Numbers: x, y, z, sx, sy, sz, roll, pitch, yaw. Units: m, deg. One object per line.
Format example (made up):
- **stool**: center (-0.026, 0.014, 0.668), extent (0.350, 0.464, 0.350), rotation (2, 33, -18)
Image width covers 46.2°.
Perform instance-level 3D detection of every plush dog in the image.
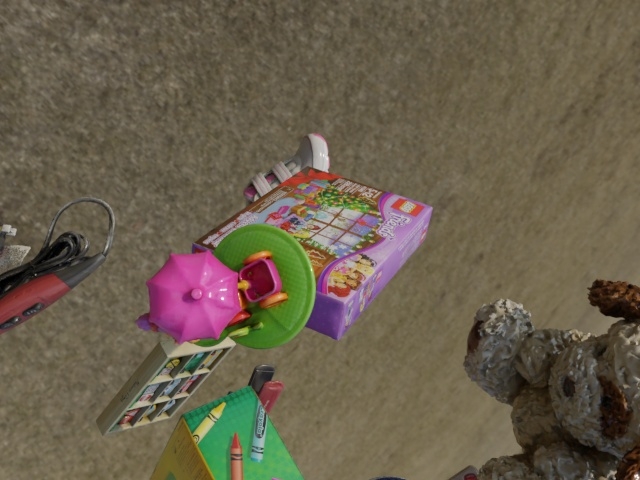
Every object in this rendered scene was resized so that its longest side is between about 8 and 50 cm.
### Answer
- **plush dog**: center (0.280, 0.168, 0.746), extent (0.211, 0.262, 0.225), rotation (12, 149, -16)

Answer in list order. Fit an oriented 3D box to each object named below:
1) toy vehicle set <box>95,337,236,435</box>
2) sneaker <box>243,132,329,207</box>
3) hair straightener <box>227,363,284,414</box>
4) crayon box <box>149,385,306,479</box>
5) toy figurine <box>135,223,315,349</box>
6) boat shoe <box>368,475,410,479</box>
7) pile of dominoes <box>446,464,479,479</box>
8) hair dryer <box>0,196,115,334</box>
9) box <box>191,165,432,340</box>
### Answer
- **toy vehicle set**: center (-0.295, 0.271, 1.426), extent (0.166, 0.035, 0.267), rotation (-3, 142, -50)
- **sneaker**: center (-0.075, -0.085, 1.348), extent (0.111, 0.103, 0.252), rotation (25, 98, -29)
- **hair straightener**: center (-0.128, 0.296, 1.267), extent (0.047, 0.089, 0.230), rotation (4, 122, -31)
- **crayon box**: center (-0.102, 0.290, 0.778), extent (0.081, 0.165, 0.278), rotation (-19, 154, -34)
- **toy figurine**: center (-0.114, 0.056, 0.713), extent (0.173, 0.130, 0.159), rotation (-26, 169, 23)
- **boat shoe**: center (0.063, 0.361, 0.982), extent (0.183, 0.066, 0.066), rotation (0, 111, -35)
- **pile of dominoes**: center (0.231, 0.412, 0.935), extent (0.196, 0.251, 0.040), rotation (-64, 171, 7)
- **hair dryer**: center (-0.349, 0.078, 0.781), extent (0.080, 0.224, 0.293), rotation (44, 49, -47)
- **box**: center (0.000, 0.000, 0.964), extent (0.293, 0.201, 0.057), rotation (-42, 147, -54)
